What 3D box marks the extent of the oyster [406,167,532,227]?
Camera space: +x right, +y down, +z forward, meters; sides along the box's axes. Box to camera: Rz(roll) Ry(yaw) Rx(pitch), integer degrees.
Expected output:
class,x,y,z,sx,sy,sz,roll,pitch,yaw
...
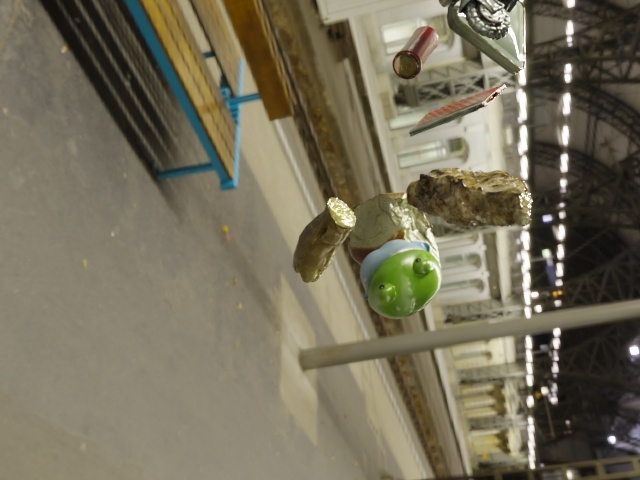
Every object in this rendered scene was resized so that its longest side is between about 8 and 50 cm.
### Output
class,x,y,z,sx,sy,sz,roll,pitch,yaw
oyster,0.390,-0.126,1.691,0.396,0.204,0.111,19,-43,49

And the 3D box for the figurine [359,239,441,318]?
class,x,y,z,sx,sy,sz,roll,pitch,yaw
figurine,0.156,0.074,1.382,0.143,0.162,0.263,59,0,5

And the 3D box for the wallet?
class,x,y,z,sx,sy,sz,roll,pitch,yaw
wallet,0.279,-0.269,1.447,0.103,0.196,0.020,-45,109,-37

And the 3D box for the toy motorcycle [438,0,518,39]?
class,x,y,z,sx,sy,sz,roll,pitch,yaw
toy motorcycle,0.298,-0.486,1.255,0.307,0.173,0.108,-62,-178,-30

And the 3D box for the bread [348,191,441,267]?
class,x,y,z,sx,sy,sz,roll,pitch,yaw
bread,0.241,0.005,2.228,0.279,0.250,0.225,32,60,-31

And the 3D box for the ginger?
class,x,y,z,sx,sy,sz,roll,pitch,yaw
ginger,0.000,0.000,1.859,0.263,0.109,0.116,-58,-172,40

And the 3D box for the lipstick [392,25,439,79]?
class,x,y,z,sx,sy,sz,roll,pitch,yaw
lipstick,0.257,-0.506,1.878,0.241,0.080,0.080,-56,137,-53

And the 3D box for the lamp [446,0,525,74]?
class,x,y,z,sx,sy,sz,roll,pitch,yaw
lamp,0.447,-0.603,1.869,0.266,0.047,0.269,26,56,-26
